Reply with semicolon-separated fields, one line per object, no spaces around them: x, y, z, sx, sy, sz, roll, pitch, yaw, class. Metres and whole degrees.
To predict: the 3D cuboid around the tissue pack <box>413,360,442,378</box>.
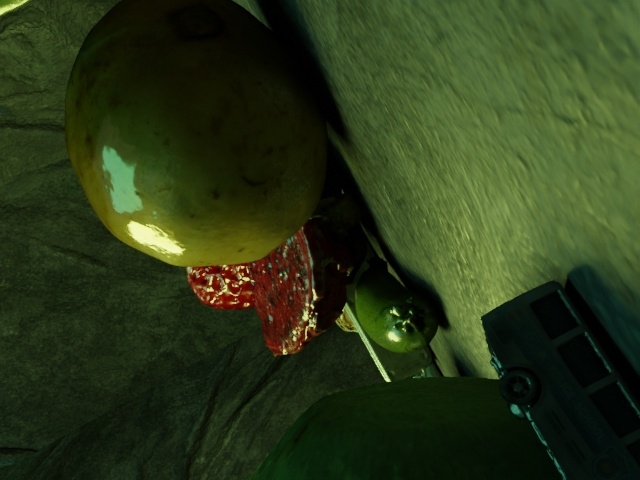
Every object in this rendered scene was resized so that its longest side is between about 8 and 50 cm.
0.138;0.188;1.249;0.094;0.058;0.074;61;-179;13;tissue pack

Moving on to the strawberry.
-0.145;0.004;1.835;0.317;0.345;0.295;61;180;17;strawberry

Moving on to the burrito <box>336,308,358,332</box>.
0.046;0.084;1.603;0.143;0.105;0.299;58;178;-19;burrito

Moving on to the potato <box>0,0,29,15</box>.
-0.180;-0.327;0.522;0.330;0.212;0.280;99;173;-52;potato

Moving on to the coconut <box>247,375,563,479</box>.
0.073;0.247;0.487;0.328;0.281;0.328;12;104;61;coconut

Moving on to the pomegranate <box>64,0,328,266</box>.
-0.129;-0.117;0.878;0.307;0.307;0.307;61;178;3;pomegranate

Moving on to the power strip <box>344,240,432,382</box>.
0.074;0.089;1.215;0.272;0.078;0.052;60;-179;13;power strip

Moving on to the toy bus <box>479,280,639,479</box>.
0.114;0.081;0.350;0.131;0.052;0.037;63;-176;28;toy bus

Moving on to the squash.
0.084;0.081;0.963;0.071;0.080;0.318;23;-175;-7;squash

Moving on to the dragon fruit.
0.000;0.000;1.095;0.205;0.152;0.317;20;124;59;dragon fruit
